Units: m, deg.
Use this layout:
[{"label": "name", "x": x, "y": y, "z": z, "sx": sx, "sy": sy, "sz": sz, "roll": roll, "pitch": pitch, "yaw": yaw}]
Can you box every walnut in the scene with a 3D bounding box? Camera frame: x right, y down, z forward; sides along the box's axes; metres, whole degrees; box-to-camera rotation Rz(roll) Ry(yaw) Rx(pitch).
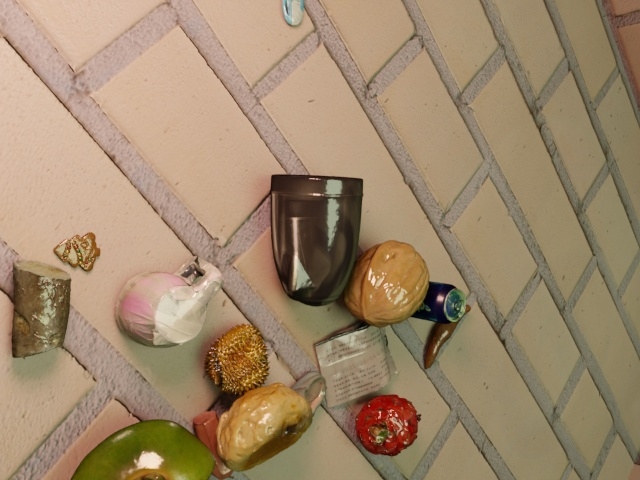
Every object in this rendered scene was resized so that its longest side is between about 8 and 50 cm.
[{"label": "walnut", "x": 0.176, "y": 0.118, "z": 1.647, "sx": 0.261, "sy": 0.225, "sz": 0.225, "roll": -52, "pitch": 122, "yaw": -40}]

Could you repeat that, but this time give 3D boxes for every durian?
[{"label": "durian", "x": -0.190, "y": 0.285, "z": 1.428, "sx": 0.168, "sy": 0.137, "sz": 0.158, "roll": -32, "pitch": 91, "yaw": -42}]

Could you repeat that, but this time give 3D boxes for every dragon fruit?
[{"label": "dragon fruit", "x": 0.187, "y": 0.521, "z": 1.716, "sx": 0.210, "sy": 0.172, "sz": 0.172, "roll": 8, "pitch": 87, "yaw": -47}]

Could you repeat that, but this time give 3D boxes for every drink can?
[{"label": "drink can", "x": 0.314, "y": 0.175, "z": 1.773, "sx": 0.118, "sy": 0.205, "sz": 0.118, "roll": -3, "pitch": 95, "yaw": -38}]

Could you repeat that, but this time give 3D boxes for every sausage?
[{"label": "sausage", "x": -0.248, "y": 0.489, "z": 1.434, "sx": 0.065, "sy": 0.065, "sz": 0.169, "roll": -23, "pitch": 106, "yaw": -35}]

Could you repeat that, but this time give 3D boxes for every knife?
[{"label": "knife", "x": -0.071, "y": -0.655, "z": 1.534, "sx": 0.064, "sy": 0.031, "sz": 0.221, "roll": -6, "pitch": 96, "yaw": -35}]

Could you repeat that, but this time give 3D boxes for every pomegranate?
[{"label": "pomegranate", "x": -0.365, "y": 0.477, "z": 1.180, "sx": 0.216, "sy": 0.358, "sz": 0.310, "roll": 44, "pitch": 61, "yaw": 3}]

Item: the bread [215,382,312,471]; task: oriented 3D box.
[{"label": "bread", "x": -0.135, "y": 0.418, "z": 1.392, "sx": 0.245, "sy": 0.134, "sz": 0.244, "roll": -28, "pitch": 152, "yaw": -17}]

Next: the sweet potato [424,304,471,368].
[{"label": "sweet potato", "x": 0.394, "y": 0.290, "z": 1.940, "sx": 0.255, "sy": 0.058, "sz": 0.078, "roll": -52, "pitch": 142, "yaw": -19}]

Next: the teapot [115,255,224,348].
[{"label": "teapot", "x": -0.302, "y": 0.142, "z": 1.298, "sx": 0.222, "sy": 0.178, "sz": 0.163, "roll": -21, "pitch": 105, "yaw": -37}]

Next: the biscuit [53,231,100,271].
[{"label": "biscuit", "x": -0.495, "y": 0.021, "z": 1.242, "sx": 0.092, "sy": 0.016, "sz": 0.082, "roll": 9, "pitch": 87, "yaw": -40}]

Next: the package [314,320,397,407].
[{"label": "package", "x": 0.109, "y": 0.335, "z": 1.712, "sx": 0.251, "sy": 0.062, "sz": 0.203, "roll": -21, "pitch": 104, "yaw": -32}]

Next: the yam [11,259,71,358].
[{"label": "yam", "x": -0.534, "y": 0.133, "z": 1.166, "sx": 0.107, "sy": 0.107, "sz": 0.183, "roll": 4, "pitch": 93, "yaw": -39}]

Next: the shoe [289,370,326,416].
[{"label": "shoe", "x": -0.062, "y": 0.433, "z": 1.556, "sx": 0.251, "sy": 0.100, "sz": 0.103, "roll": -39, "pitch": 116, "yaw": -33}]

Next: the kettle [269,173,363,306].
[{"label": "kettle", "x": 0.000, "y": 0.000, "z": 1.534, "sx": 0.321, "sy": 0.229, "sz": 0.324, "roll": -16, "pitch": 110, "yaw": -69}]
